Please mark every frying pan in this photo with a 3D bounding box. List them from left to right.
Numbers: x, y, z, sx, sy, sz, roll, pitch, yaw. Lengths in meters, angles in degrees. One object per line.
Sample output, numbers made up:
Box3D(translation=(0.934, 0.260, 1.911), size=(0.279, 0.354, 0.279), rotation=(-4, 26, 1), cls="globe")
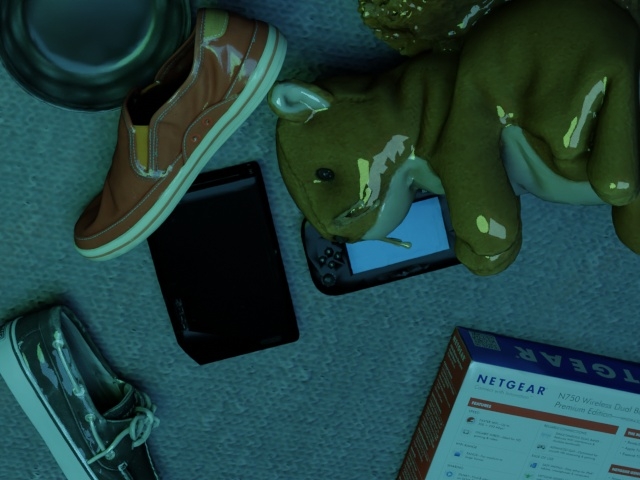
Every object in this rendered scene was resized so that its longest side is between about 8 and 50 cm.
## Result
Box3D(translation=(-0.189, -0.269, 1.776), size=(0.197, 0.053, 0.326), rotation=(32, 106, -25), cls="frying pan")

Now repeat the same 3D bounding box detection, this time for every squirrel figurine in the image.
Box3D(translation=(0.137, -0.163, 1.796), size=(0.371, 0.281, 0.397), rotation=(-4, 85, 16), cls="squirrel figurine")

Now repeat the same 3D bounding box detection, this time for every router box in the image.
Box3D(translation=(0.271, 0.277, 2.119), size=(0.336, 0.082, 0.301), rotation=(13, 114, -16), cls="router box")

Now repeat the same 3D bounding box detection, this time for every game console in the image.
Box3D(translation=(0.000, 0.000, 1.952), size=(0.361, 0.044, 0.213), rotation=(-15, 119, -3), cls="game console")

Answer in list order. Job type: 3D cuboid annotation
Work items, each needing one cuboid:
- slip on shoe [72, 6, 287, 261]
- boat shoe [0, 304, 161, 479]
Box3D(translation=(-0.162, -0.108, 1.806), size=(0.101, 0.123, 0.331), rotation=(28, 124, -21), cls="slip on shoe")
Box3D(translation=(-0.233, 0.197, 1.973), size=(0.105, 0.113, 0.306), rotation=(-23, 110, 19), cls="boat shoe")
